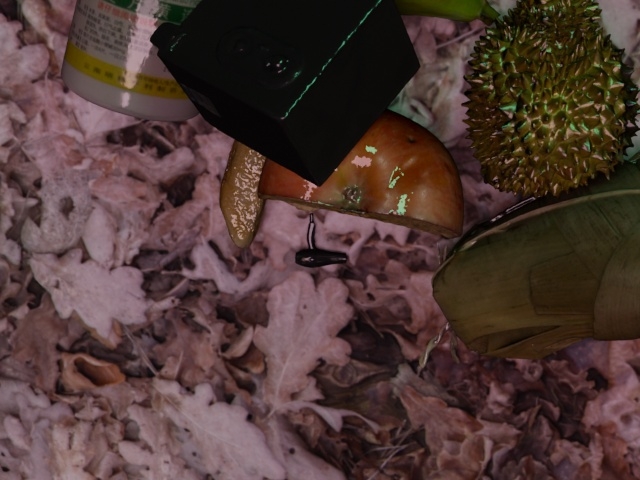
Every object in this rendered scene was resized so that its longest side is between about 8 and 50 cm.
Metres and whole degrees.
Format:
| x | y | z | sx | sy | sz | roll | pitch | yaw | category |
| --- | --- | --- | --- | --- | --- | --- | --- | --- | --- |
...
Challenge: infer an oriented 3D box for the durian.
| x | y | z | sx | sy | sz | roll | pitch | yaw | category |
| --- | --- | --- | --- | --- | --- | --- | --- | --- | --- |
| 0.306 | -0.202 | 1.821 | 0.258 | 0.258 | 0.293 | -10 | 77 | 11 | durian |

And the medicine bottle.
| x | y | z | sx | sy | sz | roll | pitch | yaw | category |
| --- | --- | --- | --- | --- | --- | --- | --- | --- | --- |
| -0.223 | -0.355 | 1.862 | 0.208 | 0.208 | 0.340 | 18 | 111 | 2 | medicine bottle |

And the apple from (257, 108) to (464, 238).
| x | y | z | sx | sy | sz | roll | pitch | yaw | category |
| --- | --- | --- | --- | --- | --- | --- | --- | --- | --- |
| 0.067 | -0.109 | 1.884 | 0.292 | 0.251 | 0.163 | 10 | 87 | 4 | apple |

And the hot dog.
| x | y | z | sx | sy | sz | roll | pitch | yaw | category |
| --- | --- | --- | --- | --- | --- | --- | --- | --- | --- |
| -0.100 | -0.108 | 1.995 | 0.073 | 0.084 | 0.243 | 21 | 111 | 5 | hot dog |

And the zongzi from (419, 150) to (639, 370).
| x | y | z | sx | sy | sz | roll | pitch | yaw | category |
| --- | --- | --- | --- | --- | --- | --- | --- | --- | --- |
| 0.316 | 0.084 | 1.794 | 0.499 | 0.467 | 0.218 | -25 | 104 | 16 | zongzi |

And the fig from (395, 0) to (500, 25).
| x | y | z | sx | sy | sz | roll | pitch | yaw | category |
| --- | --- | --- | --- | --- | --- | --- | --- | --- | --- |
| 0.114 | -0.397 | 1.787 | 0.233 | 0.233 | 0.314 | -39 | 92 | 18 | fig |

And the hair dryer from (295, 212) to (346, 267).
| x | y | z | sx | sy | sz | roll | pitch | yaw | category |
| --- | --- | --- | --- | --- | --- | --- | --- | --- | --- |
| 0.000 | 0.000 | 2.049 | 0.079 | 0.031 | 0.083 | -2 | 101 | -2 | hair dryer |

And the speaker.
| x | y | z | sx | sy | sz | roll | pitch | yaw | category |
| --- | --- | --- | --- | --- | --- | --- | --- | --- | --- |
| -0.045 | -0.246 | 1.762 | 0.254 | 0.184 | 0.232 | 31 | 75 | 32 | speaker |
